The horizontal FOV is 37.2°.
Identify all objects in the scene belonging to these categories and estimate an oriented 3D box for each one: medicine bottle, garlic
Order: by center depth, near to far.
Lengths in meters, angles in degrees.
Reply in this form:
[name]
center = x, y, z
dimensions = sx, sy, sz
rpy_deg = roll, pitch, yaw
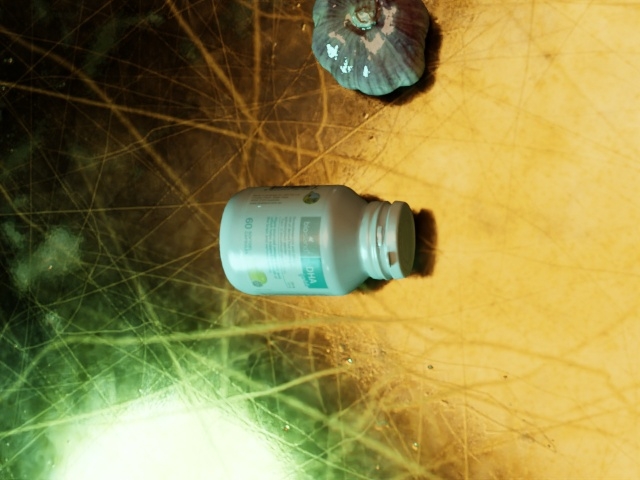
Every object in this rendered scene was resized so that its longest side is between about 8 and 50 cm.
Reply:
[medicine bottle]
center = 0.000, 0.000, 1.146
dimensions = 0.215, 0.135, 0.135
rpy_deg = 0, 88, 19
[garlic]
center = 0.058, -0.256, 1.153
dimensions = 0.147, 0.102, 0.159
rpy_deg = -23, 80, 18
